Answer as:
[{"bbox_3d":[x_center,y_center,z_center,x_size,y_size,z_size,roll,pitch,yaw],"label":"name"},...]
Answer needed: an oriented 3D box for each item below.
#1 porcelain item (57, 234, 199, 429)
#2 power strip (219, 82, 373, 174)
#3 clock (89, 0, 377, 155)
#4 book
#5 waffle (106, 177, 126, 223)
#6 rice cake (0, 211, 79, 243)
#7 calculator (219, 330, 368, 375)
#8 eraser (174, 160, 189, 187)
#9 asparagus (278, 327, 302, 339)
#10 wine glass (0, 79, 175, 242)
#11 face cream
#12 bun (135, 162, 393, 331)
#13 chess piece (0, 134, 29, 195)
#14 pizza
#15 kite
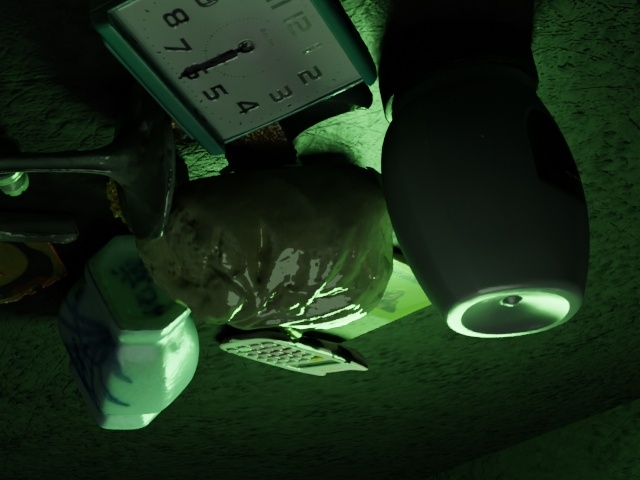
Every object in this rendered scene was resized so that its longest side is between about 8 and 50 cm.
[{"bbox_3d":[-0.314,0.158,2.032,0.179,0.242,0.405,-22,159,-23],"label":"porcelain item"},{"bbox_3d":[-0.055,-0.147,1.683,0.168,0.054,0.253,8,150,-30],"label":"power strip"},{"bbox_3d":[-0.093,-0.238,1.373,0.231,0.116,0.262,-23,145,14],"label":"clock"},{"bbox_3d":[0.066,0.117,2.349,0.352,0.035,0.239,-26,150,34],"label":"book"},{"bbox_3d":[-0.271,-0.057,1.775,0.078,0.085,0.016,-3,-152,32],"label":"waffle"},{"bbox_3d":[-0.451,-0.022,1.804,0.207,0.047,0.036,5,152,-29],"label":"rice cake"},{"bbox_3d":[-0.059,0.218,2.466,0.294,0.043,0.194,19,159,-38],"label":"calculator"},{"bbox_3d":[-0.231,-0.064,1.793,0.029,0.052,0.122,12,148,-39],"label":"eraser"},{"bbox_3d":[-0.093,0.135,2.287,0.036,0.030,0.165,5,155,49],"label":"asparagus"},{"bbox_3d":[-0.391,-0.088,1.453,0.406,0.267,0.267,-3,156,-30],"label":"wine glass"},{"bbox_3d":[0.205,-0.070,1.587,0.219,0.356,0.312,-27,152,32],"label":"face cream"},{"bbox_3d":[-0.063,0.020,1.667,0.360,0.210,0.360,-5,176,0],"label":"bun"},{"bbox_3d":[-0.413,-0.092,1.645,0.067,0.067,0.103,-9,164,-5],"label":"chess piece"},{"bbox_3d":[-0.101,-0.162,1.562,0.195,0.052,0.185,38,128,-21],"label":"pizza"},{"bbox_3d":[-0.559,0.046,1.945,0.378,0.013,0.328,-30,150,35],"label":"kite"}]
